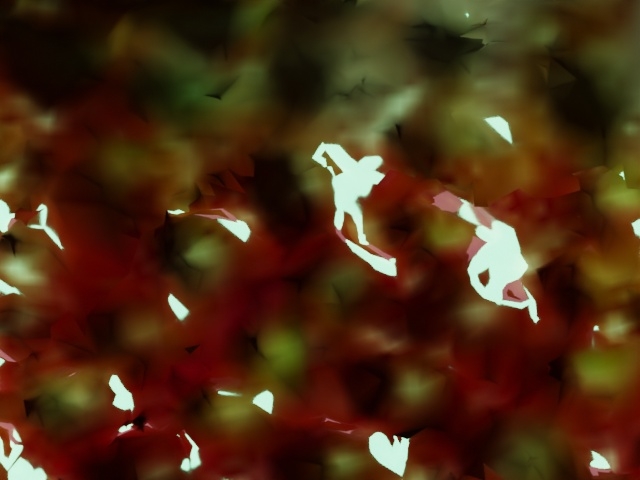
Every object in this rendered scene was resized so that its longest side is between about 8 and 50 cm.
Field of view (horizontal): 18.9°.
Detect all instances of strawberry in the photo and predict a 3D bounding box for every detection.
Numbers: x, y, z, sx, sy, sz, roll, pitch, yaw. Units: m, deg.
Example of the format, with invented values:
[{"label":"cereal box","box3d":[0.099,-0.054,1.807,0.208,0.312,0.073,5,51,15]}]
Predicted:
[{"label":"strawberry","box3d":[0.000,0.000,0.414,0.351,0.267,0.312,9,137,34]}]
